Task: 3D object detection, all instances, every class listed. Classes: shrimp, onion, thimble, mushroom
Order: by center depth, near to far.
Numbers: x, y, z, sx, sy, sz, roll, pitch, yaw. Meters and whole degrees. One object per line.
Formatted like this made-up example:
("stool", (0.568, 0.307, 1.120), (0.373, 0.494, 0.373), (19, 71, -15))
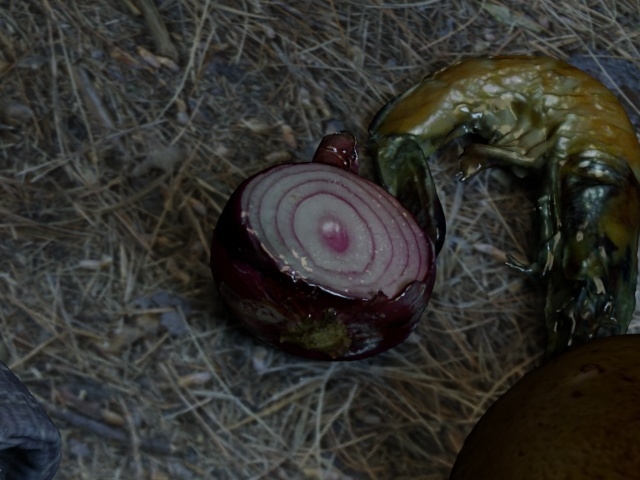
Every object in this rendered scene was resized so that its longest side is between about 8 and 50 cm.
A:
("thimble", (-0.270, 0.156, 1.070), (0.150, 0.150, 0.098), (-28, 60, -31))
("mushroom", (0.280, 0.237, 1.105), (0.334, 0.356, 0.331), (-3, 41, 36))
("onion", (0.000, 0.000, 1.270), (0.195, 0.140, 0.218), (9, 49, -10))
("shrimp", (0.180, -0.031, 1.377), (0.272, 0.085, 0.445), (4, 47, -3))
